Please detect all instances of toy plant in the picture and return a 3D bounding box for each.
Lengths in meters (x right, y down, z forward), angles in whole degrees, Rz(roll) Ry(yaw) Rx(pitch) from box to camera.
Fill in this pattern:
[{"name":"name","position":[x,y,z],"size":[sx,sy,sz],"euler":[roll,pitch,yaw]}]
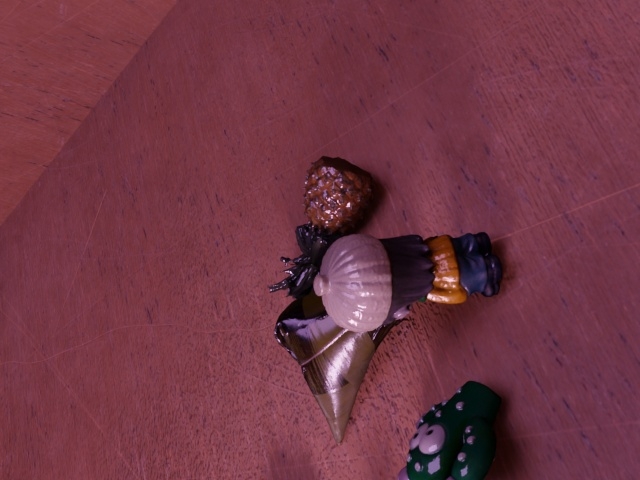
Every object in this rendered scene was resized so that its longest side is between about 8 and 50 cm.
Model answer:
[{"name":"toy plant","position":[0.224,0.363,1.543],"size":[0.232,0.112,0.243],"euler":[-37,19,47]}]

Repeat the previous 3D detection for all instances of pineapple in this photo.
[{"name":"pineapple","position":[0.003,0.001,1.940],"size":[0.165,0.165,0.364],"euler":[34,111,48]}]

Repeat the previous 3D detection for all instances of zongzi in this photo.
[{"name":"zongzi","position":[0.093,0.233,1.790],"size":[0.289,0.154,0.317],"euler":[-23,91,25]}]

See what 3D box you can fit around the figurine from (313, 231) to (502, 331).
[{"name":"figurine","position":[0.156,0.055,1.596],"size":[0.332,0.204,0.185],"euler":[-19,52,3]}]
